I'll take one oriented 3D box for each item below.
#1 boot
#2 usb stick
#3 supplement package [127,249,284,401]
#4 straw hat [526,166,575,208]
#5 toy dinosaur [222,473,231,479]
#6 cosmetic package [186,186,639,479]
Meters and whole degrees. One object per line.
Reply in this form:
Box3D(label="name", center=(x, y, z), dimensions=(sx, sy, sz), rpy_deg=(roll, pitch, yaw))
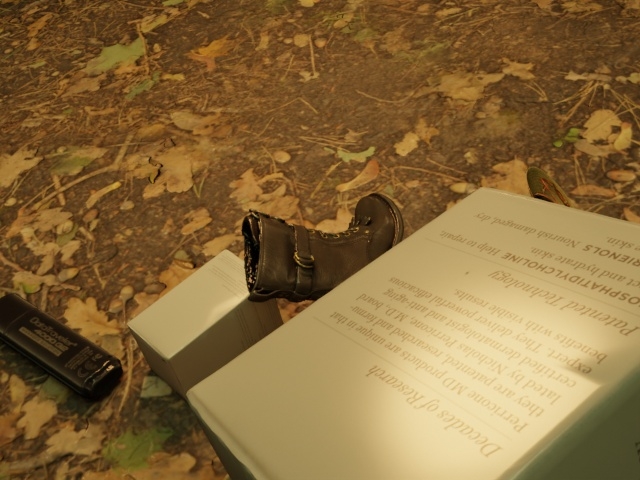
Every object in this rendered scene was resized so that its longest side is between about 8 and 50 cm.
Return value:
Box3D(label="boot", center=(0.000, 0.000, 1.124), dimensions=(0.229, 0.091, 0.263), rpy_deg=(19, 43, -19))
Box3D(label="usb stick", center=(-0.406, 0.153, 1.184), dimensions=(0.278, 0.045, 0.077), rpy_deg=(22, 47, 32))
Box3D(label="supplement package", center=(-0.158, 0.118, 1.113), dimensions=(0.179, 0.105, 0.105), rpy_deg=(-38, 49, -25))
Box3D(label="straw hat", center=(0.326, -0.036, 1.177), dimensions=(0.061, 0.144, 0.144), rpy_deg=(-38, 33, 32))
Box3D(label="toy dinosaur", center=(-0.058, 0.234, 0.972), dimensions=(0.268, 0.064, 0.118), rpy_deg=(-40, 37, -7))
Box3D(label="cosmetic package", center=(0.160, 0.205, 0.730), dimensions=(0.394, 0.329, 0.327), rpy_deg=(-35, 29, -20))
